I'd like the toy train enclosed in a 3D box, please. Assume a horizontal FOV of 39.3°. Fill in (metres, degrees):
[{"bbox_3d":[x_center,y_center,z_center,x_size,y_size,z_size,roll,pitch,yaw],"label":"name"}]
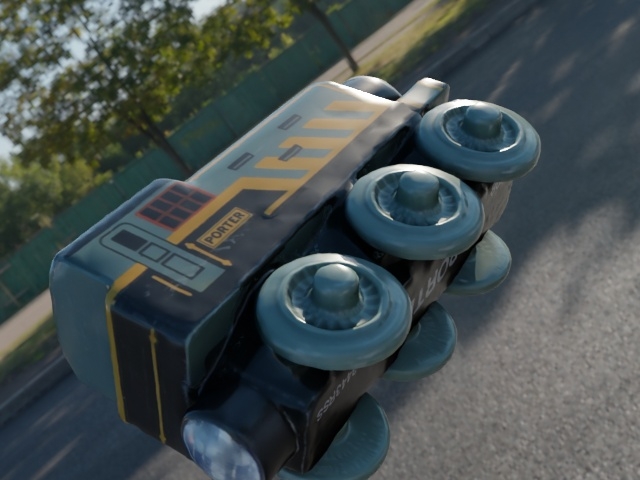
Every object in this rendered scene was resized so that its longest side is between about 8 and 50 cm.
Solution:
[{"bbox_3d":[0.000,0.000,0.541,0.334,0.190,0.142,-46,-28,-41],"label":"toy train"}]
